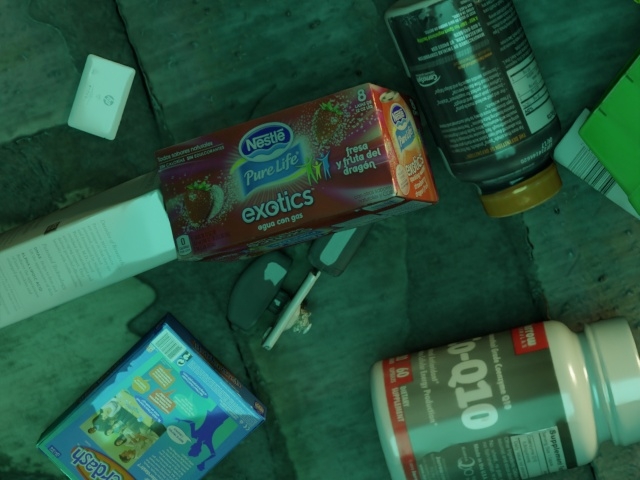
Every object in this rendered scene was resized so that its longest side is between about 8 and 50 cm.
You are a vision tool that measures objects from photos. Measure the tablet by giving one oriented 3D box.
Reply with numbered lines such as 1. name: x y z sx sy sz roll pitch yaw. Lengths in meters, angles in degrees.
1. tablet: -0.237 -0.155 1.908 0.054 0.006 0.083 19 106 -3

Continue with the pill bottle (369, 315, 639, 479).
1. pill bottle: 0.206 0.177 1.898 0.283 0.161 0.161 -14 104 6

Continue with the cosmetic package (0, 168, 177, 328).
1. cosmetic package: -0.255 0.006 1.896 0.231 0.117 0.085 -23 104 7

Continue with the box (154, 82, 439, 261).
1. box: -0.025 -0.065 1.815 0.256 0.128 0.123 -16 81 23

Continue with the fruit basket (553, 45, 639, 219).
1. fruit basket: 0.459 -0.096 1.779 0.353 0.165 0.327 32 133 -2

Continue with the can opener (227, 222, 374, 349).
1. can opener: 0.000 0.000 1.904 0.093 0.074 0.280 35 104 -6

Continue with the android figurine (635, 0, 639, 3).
1. android figurine: 0.298 -0.351 1.753 0.273 0.056 0.248 -38 103 -16

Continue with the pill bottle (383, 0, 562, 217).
1. pill bottle: 0.168 -0.149 1.827 0.130 0.130 0.246 -21 103 8

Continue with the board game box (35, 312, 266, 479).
1. board game box: -0.190 0.210 1.981 0.210 0.047 0.160 -43 99 10
